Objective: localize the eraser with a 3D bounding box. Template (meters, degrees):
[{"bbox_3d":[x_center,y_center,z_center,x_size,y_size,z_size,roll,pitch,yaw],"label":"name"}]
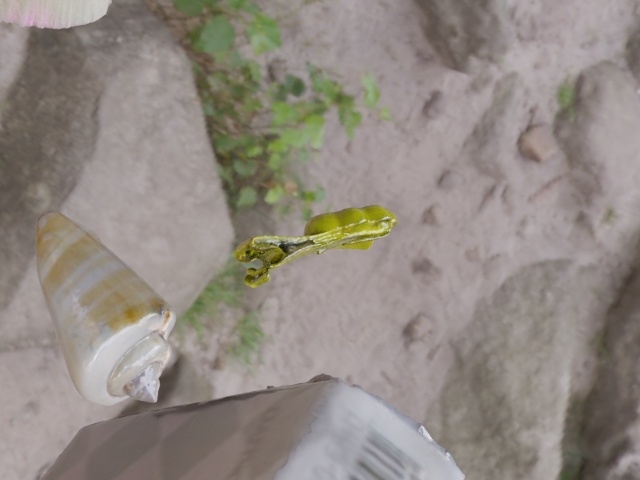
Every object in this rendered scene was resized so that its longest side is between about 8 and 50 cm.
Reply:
[{"bbox_3d":[-0.097,0.210,0.472,0.082,0.213,0.397,63,32,-20],"label":"eraser"}]

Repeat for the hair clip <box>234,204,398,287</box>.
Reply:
[{"bbox_3d":[0.000,0.000,1.126,0.173,0.072,0.046,-18,84,-32],"label":"hair clip"}]

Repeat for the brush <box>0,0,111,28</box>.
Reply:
[{"bbox_3d":[-0.341,-0.312,1.261,0.267,0.174,0.166,-35,157,-41],"label":"brush"}]

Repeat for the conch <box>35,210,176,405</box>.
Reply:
[{"bbox_3d":[-0.237,0.068,1.338,0.127,0.255,0.158,-30,170,25],"label":"conch"}]
